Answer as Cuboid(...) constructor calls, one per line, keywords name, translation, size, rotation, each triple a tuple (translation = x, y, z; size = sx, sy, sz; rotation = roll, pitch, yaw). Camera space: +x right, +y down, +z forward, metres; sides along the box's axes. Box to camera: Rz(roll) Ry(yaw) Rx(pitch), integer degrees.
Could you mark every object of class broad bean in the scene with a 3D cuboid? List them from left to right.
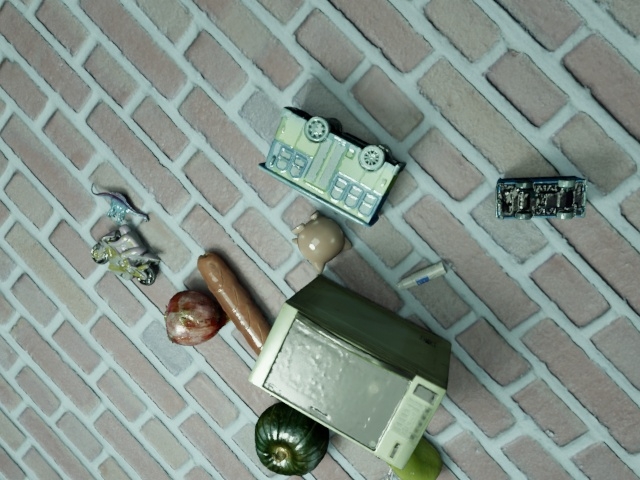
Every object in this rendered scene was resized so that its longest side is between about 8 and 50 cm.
Cuboid(name="broad bean", translation=(0.239, 0.570, 1.385), size=(0.174, 0.082, 0.124), rotation=(44, 71, 10))

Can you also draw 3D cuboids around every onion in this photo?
Cuboid(name="onion", translation=(-0.338, 0.217, 1.469), size=(0.195, 0.159, 0.159), rotation=(1, 104, -14))

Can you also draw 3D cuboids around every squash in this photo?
Cuboid(name="squash", translation=(-0.082, 0.545, 1.440), size=(0.218, 0.172, 0.218), rotation=(2, 131, 2))

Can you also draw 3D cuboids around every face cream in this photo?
Cuboid(name="face cream", translation=(0.252, 0.092, 1.314), size=(0.130, 0.034, 0.034), rotation=(-25, 94, 20))

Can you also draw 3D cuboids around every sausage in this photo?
Cuboid(name="sausage", translation=(-0.205, 0.212, 1.449), size=(0.088, 0.088, 0.433), rotation=(-37, 90, 20))

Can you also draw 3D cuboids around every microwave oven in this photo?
Cuboid(name="microwave oven", translation=(0.078, 0.304, 1.254), size=(0.395, 0.333, 0.247), rotation=(27, 104, 10))

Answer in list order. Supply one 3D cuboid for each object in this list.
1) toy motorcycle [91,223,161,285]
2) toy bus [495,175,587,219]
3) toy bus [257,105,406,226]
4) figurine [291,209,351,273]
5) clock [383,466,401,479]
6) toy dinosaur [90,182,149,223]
Cuboid(name="toy motorcycle", translation=(-0.564, 0.032, 1.524), size=(0.225, 0.073, 0.152), rotation=(23, 105, 11))
Cuboid(name="toy bus", translation=(0.482, -0.096, 1.166), size=(0.185, 0.106, 0.090), rotation=(0, 105, 11))
Cuboid(name="toy bus", translation=(0.030, -0.182, 1.258), size=(0.312, 0.152, 0.190), rotation=(29, 108, 8))
Cuboid(name="figurine", translation=(0.000, 0.000, 1.330), size=(0.125, 0.125, 0.138), rotation=(-33, 104, 20))
Cuboid(name="clock", translation=(0.222, 0.660, 1.445), size=(0.087, 0.041, 0.129), rotation=(25, 103, 6))
Cuboid(name="toy dinosaur", translation=(-0.586, -0.099, 1.518), size=(0.197, 0.045, 0.080), rotation=(32, 96, 0))
